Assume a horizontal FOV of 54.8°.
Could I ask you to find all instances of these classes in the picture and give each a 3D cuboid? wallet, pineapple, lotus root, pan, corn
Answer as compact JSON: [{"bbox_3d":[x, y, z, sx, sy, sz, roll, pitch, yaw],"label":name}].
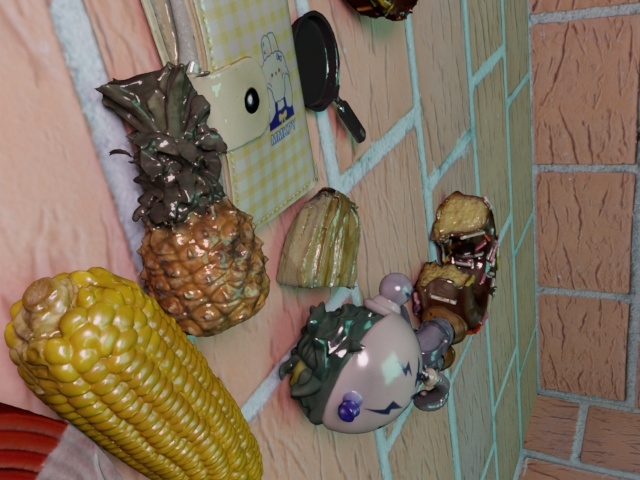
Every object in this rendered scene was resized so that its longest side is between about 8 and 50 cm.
[{"bbox_3d":[-0.085,-0.172,0.693,0.223,0.077,0.309,-50,136,-53],"label":"wallet"},{"bbox_3d":[-0.130,-0.037,0.579,0.128,0.128,0.247,-41,123,-53],"label":"pineapple"},{"bbox_3d":[-0.002,0.000,0.863,0.143,0.070,0.144,20,80,-55],"label":"lotus root"},{"bbox_3d":[0.010,-0.221,0.896,0.235,0.028,0.136,52,50,-47],"label":"pan"},{"bbox_3d":[-0.147,0.151,0.569,0.120,0.121,0.363,-66,149,-32],"label":"corn"}]

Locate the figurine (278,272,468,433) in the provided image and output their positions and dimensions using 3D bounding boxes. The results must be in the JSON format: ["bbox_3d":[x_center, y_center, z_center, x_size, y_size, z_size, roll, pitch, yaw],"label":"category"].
[{"bbox_3d":[0.092,0.168,0.936,0.382,0.186,0.260,-6,108,-56],"label":"figurine"}]

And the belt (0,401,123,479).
[{"bbox_3d":[-0.262,0.201,0.360,0.324,0.115,0.227,-15,107,-61],"label":"belt"}]

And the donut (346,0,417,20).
[{"bbox_3d":[0.083,-0.443,0.933,0.230,0.096,0.216,54,50,-50],"label":"donut"}]

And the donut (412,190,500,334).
[{"bbox_3d":[0.322,0.082,1.409,0.345,0.136,0.259,-59,139,-38],"label":"donut"}]
